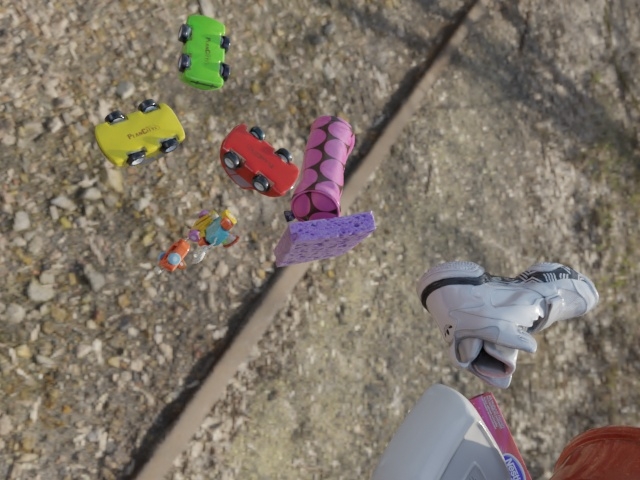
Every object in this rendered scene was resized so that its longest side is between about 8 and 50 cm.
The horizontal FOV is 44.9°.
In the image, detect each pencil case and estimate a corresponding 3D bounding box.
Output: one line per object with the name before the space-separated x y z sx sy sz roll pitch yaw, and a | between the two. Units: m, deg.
pencil case | 0.005 -0.113 1.293 0.209 0.095 0.098 -75 158 -43

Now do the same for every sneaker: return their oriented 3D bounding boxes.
sneaker | 0.363 0.154 1.405 0.366 0.137 0.210 4 46 -18

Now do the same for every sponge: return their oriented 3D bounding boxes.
sponge | 0.000 0.000 1.125 0.117 0.210 0.031 -10 81 -11

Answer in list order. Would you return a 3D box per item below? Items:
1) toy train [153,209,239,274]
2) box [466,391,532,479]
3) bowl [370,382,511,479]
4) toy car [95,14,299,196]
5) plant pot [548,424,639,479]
toy train | -0.180 0.011 1.169 0.046 0.166 0.125 44 66 -24
box | 0.262 0.390 1.256 0.128 0.122 0.257 104 -36 -72
bowl | 0.123 0.224 0.722 0.142 0.053 0.142 -47 119 -33
toy car | -0.143 -0.163 0.920 0.239 0.053 0.225 10 65 -24
plant pot | 0.225 0.335 0.622 0.265 0.272 0.272 -28 107 -31
